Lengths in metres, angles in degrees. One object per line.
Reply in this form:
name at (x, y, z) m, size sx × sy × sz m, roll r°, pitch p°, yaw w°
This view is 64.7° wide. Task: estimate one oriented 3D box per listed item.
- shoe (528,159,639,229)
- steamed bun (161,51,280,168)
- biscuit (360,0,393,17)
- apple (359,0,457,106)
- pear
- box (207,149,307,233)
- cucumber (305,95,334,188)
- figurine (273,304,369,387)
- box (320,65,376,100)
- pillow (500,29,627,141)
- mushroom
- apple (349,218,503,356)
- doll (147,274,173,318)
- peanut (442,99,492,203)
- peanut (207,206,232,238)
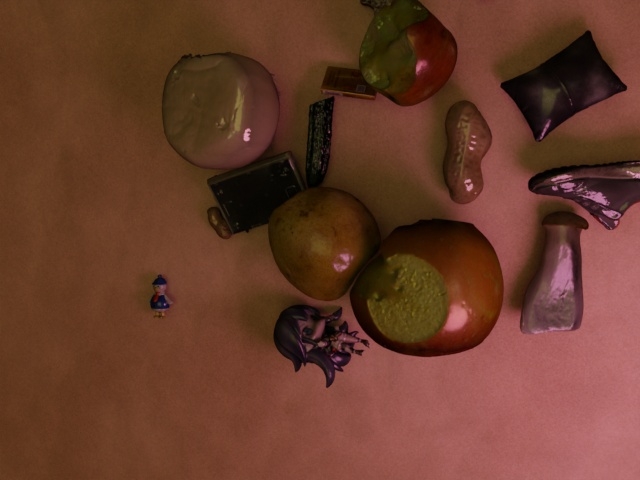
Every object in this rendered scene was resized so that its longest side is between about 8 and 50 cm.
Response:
shoe at (0.706, -0.110, 1.290) m, size 0.337 × 0.132 × 0.170 m, roll -5°, pitch 99°, yaw 7°
steamed bun at (-0.266, -0.352, 1.417) m, size 0.334 × 0.233 × 0.311 m, roll 16°, pitch 102°, yaw 29°
biscuit at (0.187, -0.701, 1.371) m, size 0.182 × 0.034 × 0.215 m, roll 19°, pitch 103°, yaw 10°
apple at (0.215, -0.468, 1.288) m, size 0.246 × 0.246 × 0.226 m, roll 43°, pitch 106°, yaw 4°
pear at (0.000, 0.000, 1.373) m, size 0.304 × 0.304 × 0.303 m, roll 2°, pitch 98°, yaw 12°
box at (-0.176, -0.133, 1.491) m, size 0.271 × 0.045 × 0.210 m, roll -15°, pitch 115°, yaw 14°
cucumber at (-0.003, -0.280, 1.450) m, size 0.077 × 0.077 × 0.265 m, roll 5°, pitch 98°, yaw 12°
figurine at (-0.010, 0.296, 1.482) m, size 0.265 × 0.175 × 0.197 m, roll 38°, pitch 108°, yaw 13°
box at (0.085, -0.441, 1.415) m, size 0.157 × 0.022 × 0.088 m, roll 9°, pitch 71°, yaw 10°
pillow at (0.615, -0.392, 1.281) m, size 0.250 × 0.106 × 0.185 m, roll -32°, pitch 82°, yaw 12°
mushroom at (0.619, 0.087, 1.328) m, size 0.159 × 0.122 × 0.328 m, roll 1°, pitch 96°, yaw -25°
apple at (0.269, 0.110, 1.295) m, size 0.385 × 0.374 × 0.373 m, roll 1°, pitch 98°, yaw -2°
doll at (-0.520, 0.181, 1.637) m, size 0.099 × 0.058 × 0.142 m, roll 3°, pitch 93°, yaw 22°
peanut at (0.392, -0.234, 1.354) m, size 0.125 × 0.111 × 0.274 m, roll 0°, pitch 101°, yaw -3°
peanut at (-0.313, -0.054, 1.562) m, size 0.054 × 0.054 × 0.113 m, roll -34°, pitch 88°, yaw 15°
